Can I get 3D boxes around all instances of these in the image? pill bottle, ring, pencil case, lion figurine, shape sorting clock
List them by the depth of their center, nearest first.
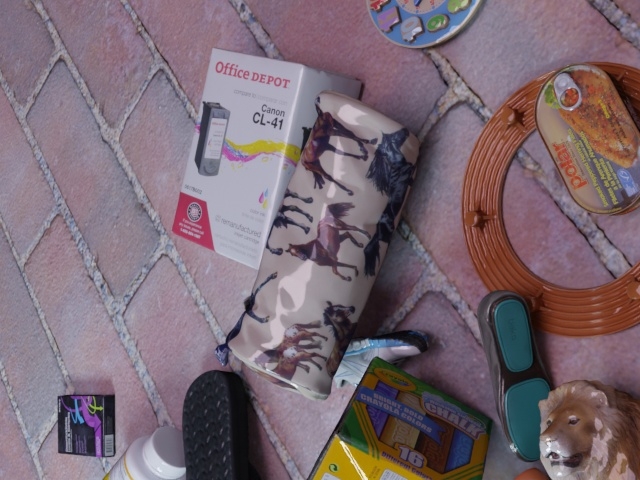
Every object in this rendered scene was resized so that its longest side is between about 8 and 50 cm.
[{"bbox_3d":[0.421,0.242,0.965,0.392,0.142,0.240,-14,69,27],"label":"lion figurine"},{"bbox_3d":[0.305,-0.050,1.146,0.337,0.032,0.336,-3,85,43],"label":"ring"},{"bbox_3d":[0.000,0.000,1.298,0.184,0.160,0.410,21,90,39],"label":"pencil case"},{"bbox_3d":[0.145,-0.368,1.315,0.206,0.040,0.206,-4,84,43],"label":"shape sorting clock"},{"bbox_3d":[-0.302,0.413,1.620,0.215,0.117,0.117,-50,56,28],"label":"pill bottle"}]

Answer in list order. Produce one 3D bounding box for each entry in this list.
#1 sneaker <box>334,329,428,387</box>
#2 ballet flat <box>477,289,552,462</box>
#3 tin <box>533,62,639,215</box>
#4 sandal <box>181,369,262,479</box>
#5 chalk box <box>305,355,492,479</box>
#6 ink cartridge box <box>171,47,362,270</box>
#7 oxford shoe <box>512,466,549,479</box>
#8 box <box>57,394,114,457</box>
[{"bbox_3d":[0.082,0.171,1.322,0.191,0.071,0.082,-17,81,50],"label":"sneaker"},{"bbox_3d":[0.240,0.163,1.169,0.068,0.072,0.213,-168,66,-80],"label":"ballet flat"},{"bbox_3d":[0.317,-0.116,1.095,0.106,0.040,0.189,-34,64,32],"label":"tin"},{"bbox_3d":[-0.134,0.423,1.489,0.168,0.107,0.445,-26,57,40],"label":"sandal"},{"bbox_3d":[0.093,0.282,1.186,0.179,0.289,0.180,29,111,7],"label":"chalk box"},{"bbox_3d":[-0.088,-0.124,1.454,0.226,0.131,0.306,20,102,42],"label":"ink cartridge box"},{"bbox_3d":[0.199,0.451,1.145,0.133,0.130,0.363,41,115,29],"label":"oxford shoe"},{"bbox_3d":[-0.453,0.355,1.827,0.162,0.029,0.116,-9,80,44],"label":"box"}]
